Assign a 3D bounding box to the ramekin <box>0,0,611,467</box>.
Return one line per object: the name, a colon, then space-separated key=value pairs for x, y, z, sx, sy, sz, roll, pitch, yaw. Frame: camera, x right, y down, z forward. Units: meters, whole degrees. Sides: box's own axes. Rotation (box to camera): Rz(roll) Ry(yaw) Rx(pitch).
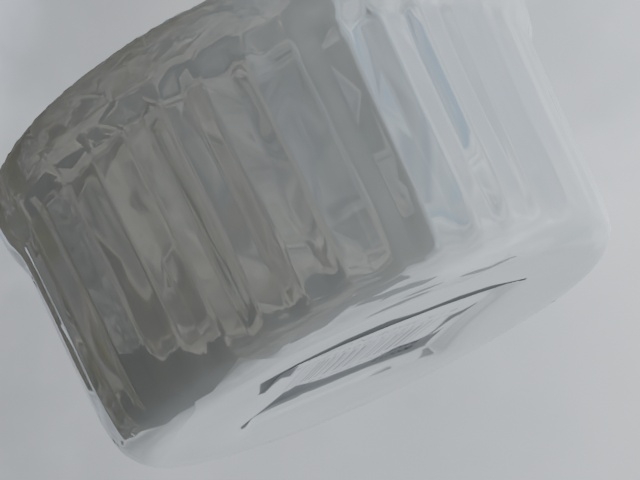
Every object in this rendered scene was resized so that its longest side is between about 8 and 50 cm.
ramekin: x=0.000 y=0.000 z=0.510 sx=0.277 sy=0.277 sz=0.135 roll=-40 pitch=-111 yaw=40
